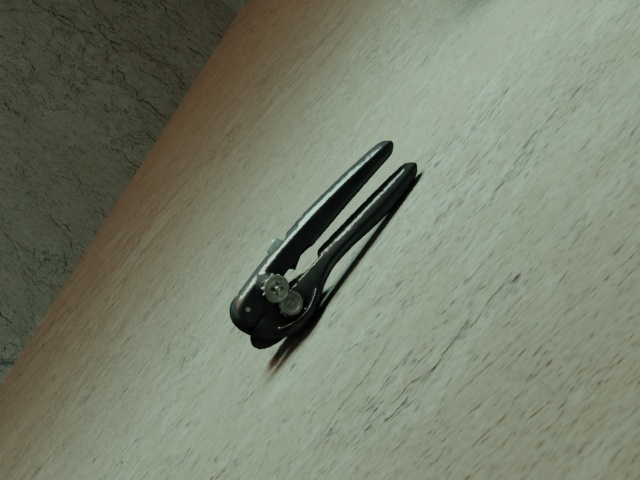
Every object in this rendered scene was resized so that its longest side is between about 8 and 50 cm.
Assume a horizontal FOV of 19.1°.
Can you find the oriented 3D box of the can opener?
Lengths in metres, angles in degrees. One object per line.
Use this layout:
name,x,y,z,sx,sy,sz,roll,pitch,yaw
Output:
can opener,0.000,0.000,1.417,0.186,0.059,0.073,-53,9,-6
